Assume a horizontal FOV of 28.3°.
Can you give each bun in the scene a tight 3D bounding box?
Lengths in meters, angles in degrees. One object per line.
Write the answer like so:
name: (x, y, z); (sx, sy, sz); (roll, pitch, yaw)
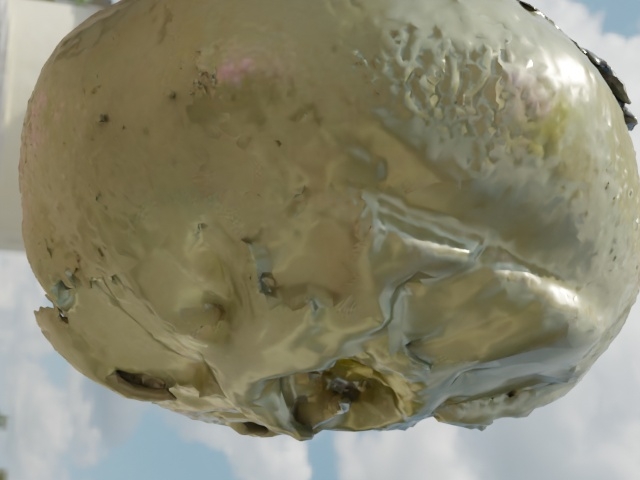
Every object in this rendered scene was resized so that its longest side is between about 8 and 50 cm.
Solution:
bun: (0.000, 0.000, 0.469); (0.239, 0.239, 0.141); (131, -32, -55)
